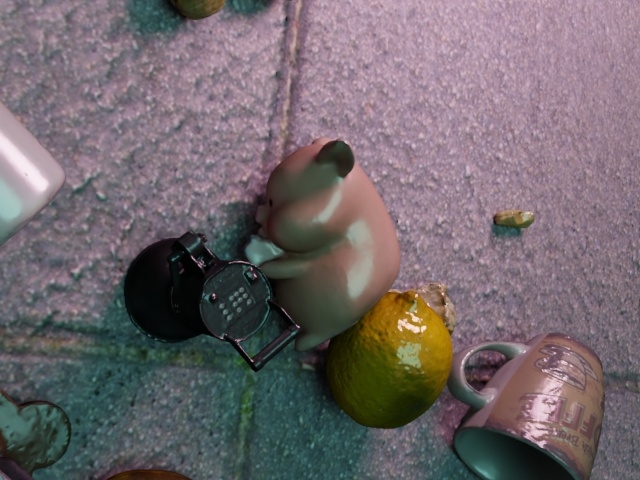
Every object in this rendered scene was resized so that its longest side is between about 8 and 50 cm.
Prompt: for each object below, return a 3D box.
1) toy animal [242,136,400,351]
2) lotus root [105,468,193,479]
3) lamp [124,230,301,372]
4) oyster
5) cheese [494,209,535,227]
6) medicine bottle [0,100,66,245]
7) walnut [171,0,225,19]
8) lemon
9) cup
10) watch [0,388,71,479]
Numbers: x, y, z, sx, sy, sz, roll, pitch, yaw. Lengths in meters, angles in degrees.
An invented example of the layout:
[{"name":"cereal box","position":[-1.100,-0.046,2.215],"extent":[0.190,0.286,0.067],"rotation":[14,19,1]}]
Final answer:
[{"name":"toy animal","position":[-0.003,-0.003,1.083],"extent":[0.213,0.195,0.256],"rotation":[-27,103,-1]},{"name":"lotus root","position":[-0.211,0.362,0.976],"extent":[0.210,0.120,0.120],"rotation":[21,78,-31]},{"name":"lamp","position":[-0.146,0.064,0.950],"extent":[0.147,0.227,0.172],"rotation":[-38,109,-27]},{"name":"oyster","position":[0.166,0.144,1.245],"extent":[0.191,0.081,0.163],"rotation":[22,82,-27]},{"name":"cheese","position":[0.365,-0.043,1.395],"extent":[0.083,0.044,0.030],"rotation":[5,71,-31]},{"name":"medicine bottle","position":[-0.433,-0.121,0.801],"extent":[0.170,0.170,0.293],"rotation":[-50,115,-23]},{"name":"walnut","position":[-0.169,-0.349,1.030],"extent":[0.092,0.092,0.092],"rotation":[0,89,-33]},{"name":"lemon","position":[0.102,0.182,1.129],"extent":[0.188,0.188,0.256],"rotation":[-7,131,-33]},{"name":"cup","position":[0.355,0.273,1.309],"extent":[0.301,0.227,0.257],"rotation":[40,56,-9]},{"name":"watch","position":[-0.400,0.242,0.725],"extent":[0.314,0.327,0.335],"rotation":[-46,112,-25]}]
